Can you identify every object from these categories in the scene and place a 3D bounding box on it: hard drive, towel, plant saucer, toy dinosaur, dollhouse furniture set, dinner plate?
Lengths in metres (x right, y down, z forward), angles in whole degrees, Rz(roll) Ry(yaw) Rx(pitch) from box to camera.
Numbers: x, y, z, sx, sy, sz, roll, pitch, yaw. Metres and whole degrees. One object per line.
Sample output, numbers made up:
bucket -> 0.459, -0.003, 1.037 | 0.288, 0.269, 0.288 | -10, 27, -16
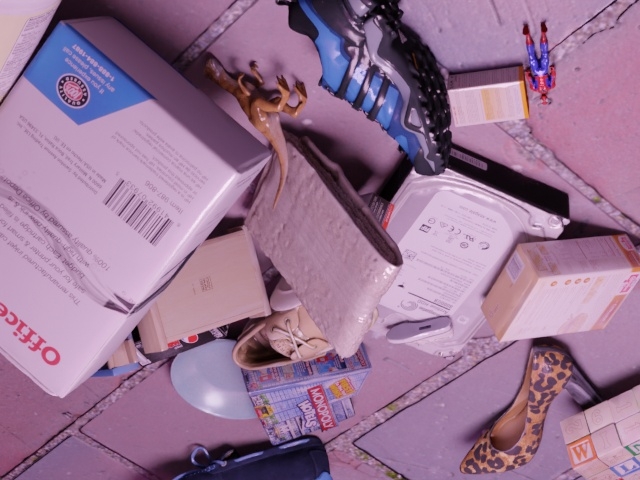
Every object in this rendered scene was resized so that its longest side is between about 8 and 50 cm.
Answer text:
hard drive -> 0.168, 0.020, 1.894 | 0.237, 0.064, 0.339 | 23, 132, -13
towel -> 0.000, 0.000, 1.774 | 0.049, 0.282, 0.187 | -10, 141, -35
plant saucer -> -0.143, 0.213, 2.134 | 0.195, 0.037, 0.195 | 3, 133, 4
toy dinosaur -> -0.069, -0.162, 1.746 | 0.112, 0.064, 0.211 | -32, 94, 28
dollhouse furniture set -> -0.267, 0.037, 1.961 | 0.303, 0.198, 0.286 | -12, 94, 49
dinner plate -> -0.019, 0.047, 1.892 | 0.141, 0.141, 0.017 | -26, 112, 28

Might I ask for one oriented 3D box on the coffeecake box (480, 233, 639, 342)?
coffeecake box -> 0.340, 0.066, 1.856 | 0.185, 0.068, 0.142 | -4, 140, -26

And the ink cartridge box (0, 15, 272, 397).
ink cartridge box -> -0.301, -0.044, 1.689 | 0.285, 0.166, 0.395 | 41, 109, 2

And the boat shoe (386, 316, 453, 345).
boat shoe -> 0.147, 0.140, 1.943 | 0.100, 0.035, 0.035 | -14, 127, 12

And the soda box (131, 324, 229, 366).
soda box -> -0.222, 0.138, 2.058 | 0.169, 0.060, 0.053 | -21, 126, 26

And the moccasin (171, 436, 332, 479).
moccasin -> -0.141, 0.419, 2.279 | 0.342, 0.117, 0.138 | -11, 143, 11

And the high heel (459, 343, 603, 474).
high heel -> 0.294, 0.262, 2.073 | 0.261, 0.093, 0.186 | -34, 128, 14

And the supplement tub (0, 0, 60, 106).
supplement tub -> -0.430, -0.301, 1.555 | 0.235, 0.235, 0.325 | 26, 131, -16

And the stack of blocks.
stack of blocks -> 0.543, 0.286, 2.030 | 0.297, 0.087, 0.171 | -29, 136, 22

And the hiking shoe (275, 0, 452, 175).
hiking shoe -> 0.069, -0.207, 1.675 | 0.132, 0.113, 0.304 | -14, 119, 27

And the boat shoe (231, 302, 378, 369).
boat shoe -> -0.028, 0.132, 1.930 | 0.109, 0.098, 0.302 | 51, 145, -13

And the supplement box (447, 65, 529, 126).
supplement box -> 0.217, -0.186, 1.710 | 0.098, 0.036, 0.062 | -5, 132, 13

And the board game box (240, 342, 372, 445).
board game box -> -0.007, 0.242, 2.095 | 0.194, 0.060, 0.194 | -19, 137, 0

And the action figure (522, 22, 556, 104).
action figure -> 0.278, -0.219, 1.679 | 0.038, 0.030, 0.115 | -10, 133, 10

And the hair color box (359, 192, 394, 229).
hair color box -> 0.035, -0.020, 1.826 | 0.043, 0.072, 0.141 | 31, 160, -27
